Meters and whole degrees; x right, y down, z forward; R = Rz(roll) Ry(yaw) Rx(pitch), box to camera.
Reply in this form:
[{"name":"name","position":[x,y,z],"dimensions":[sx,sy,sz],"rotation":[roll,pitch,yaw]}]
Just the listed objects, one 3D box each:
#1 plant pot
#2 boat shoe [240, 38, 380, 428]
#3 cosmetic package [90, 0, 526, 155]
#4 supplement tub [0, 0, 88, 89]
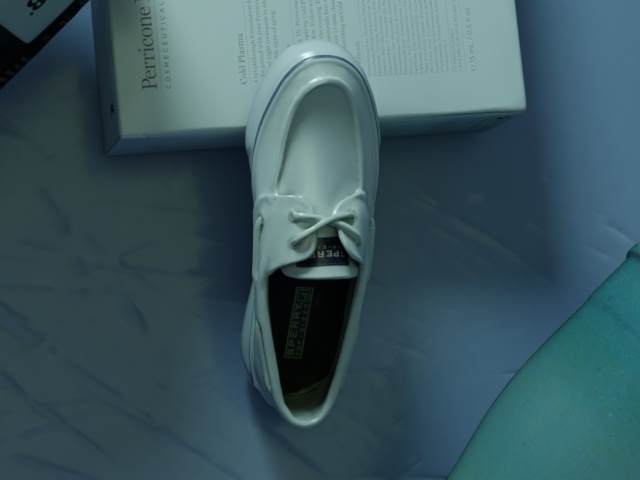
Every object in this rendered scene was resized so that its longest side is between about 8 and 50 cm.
[{"name":"plant pot","position":[0.201,0.185,1.315],"dimensions":[0.255,0.271,0.271],"rotation":[-40,94,-1]},{"name":"boat shoe","position":[0.000,0.000,1.311],"dimensions":[0.095,0.084,0.258],"rotation":[-5,114,-13]},{"name":"cosmetic package","position":[-0.023,-0.257,1.384],"dimensions":[0.284,0.097,0.377],"rotation":[-4,85,-16]},{"name":"supplement tub","position":[-0.287,-0.148,1.225],"dimensions":[0.207,0.207,0.338],"rotation":[44,93,-5]}]
